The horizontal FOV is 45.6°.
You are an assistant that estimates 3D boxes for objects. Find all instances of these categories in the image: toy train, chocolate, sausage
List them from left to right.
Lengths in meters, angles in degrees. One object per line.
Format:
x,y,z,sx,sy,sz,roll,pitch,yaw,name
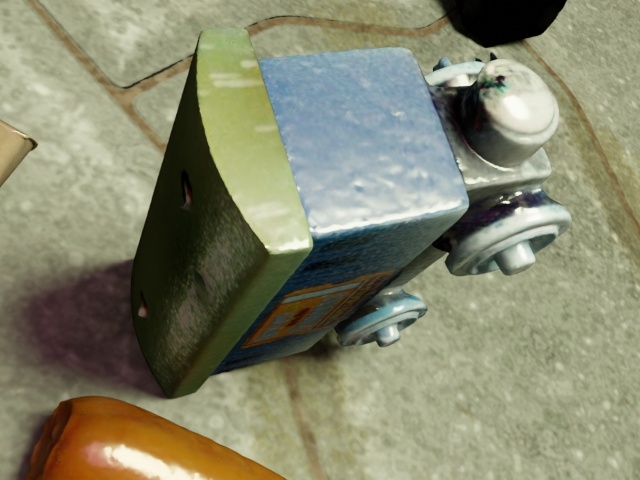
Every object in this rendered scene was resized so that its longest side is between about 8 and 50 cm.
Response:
-0.076,0.157,0.458,0.197,0.076,0.076,29,53,-15,sausage
0.000,0.000,0.453,0.201,0.300,0.131,-11,70,-25,toy train
0.203,-0.322,0.872,0.156,0.156,0.133,11,32,-25,chocolate

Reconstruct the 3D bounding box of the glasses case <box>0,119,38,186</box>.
-0.290,-0.070,0.475,0.193,0.070,0.103,32,80,-13,glasses case
